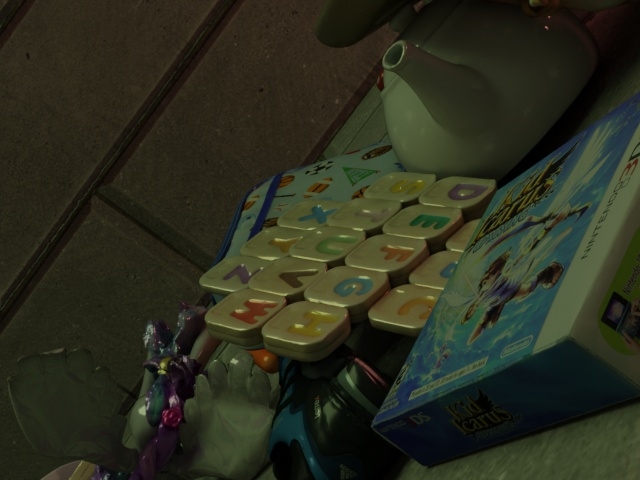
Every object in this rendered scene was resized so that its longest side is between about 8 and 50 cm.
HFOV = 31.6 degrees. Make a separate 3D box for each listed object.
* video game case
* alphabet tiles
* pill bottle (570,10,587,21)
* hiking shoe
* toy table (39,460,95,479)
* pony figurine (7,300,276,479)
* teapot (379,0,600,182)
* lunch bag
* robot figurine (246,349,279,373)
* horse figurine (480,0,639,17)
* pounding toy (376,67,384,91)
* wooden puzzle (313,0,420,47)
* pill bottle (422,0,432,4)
[{"bbox_3d":[0.161,0.020,0.780,0.244,0.061,0.269,-57,8,-29],"label":"video game case"},{"bbox_3d":[0.033,0.012,1.022,0.278,0.021,0.284,10,37,42],"label":"alphabet tiles"},{"bbox_3d":[0.270,-0.303,1.378,0.108,0.108,0.193,-51,8,18],"label":"pill bottle"},{"bbox_3d":[-0.009,0.152,1.013,0.132,0.113,0.304,-53,8,-4],"label":"hiking shoe"},{"bbox_3d":[-0.412,0.449,1.751,0.161,0.252,0.274,106,-176,-64],"label":"toy table"},{"bbox_3d":[-0.194,0.235,1.382,0.363,0.303,0.351,-75,-10,-61],"label":"pony figurine"},{"bbox_3d":[0.149,-0.174,1.173,0.252,0.187,0.256,-50,2,-23],"label":"teapot"},{"bbox_3d":[0.000,0.000,1.250,0.243,0.115,0.303,-14,22,15],"label":"lunch bag"},{"bbox_3d":[-0.032,0.082,1.435,0.158,0.128,0.219,-25,0,-13],"label":"robot figurine"},{"bbox_3d":[0.260,-0.242,1.019,0.263,0.066,0.174,-14,8,-5],"label":"horse figurine"},{"bbox_3d":[0.159,-0.256,1.732,0.183,0.110,0.237,-50,1,-3],"label":"pounding toy"},{"bbox_3d":[0.151,-0.325,1.167,0.348,0.080,0.322,-29,3,-3],"label":"wooden puzzle"},{"bbox_3d":[0.302,-0.516,1.689,0.407,0.229,0.229,-53,8,4],"label":"pill bottle"}]
